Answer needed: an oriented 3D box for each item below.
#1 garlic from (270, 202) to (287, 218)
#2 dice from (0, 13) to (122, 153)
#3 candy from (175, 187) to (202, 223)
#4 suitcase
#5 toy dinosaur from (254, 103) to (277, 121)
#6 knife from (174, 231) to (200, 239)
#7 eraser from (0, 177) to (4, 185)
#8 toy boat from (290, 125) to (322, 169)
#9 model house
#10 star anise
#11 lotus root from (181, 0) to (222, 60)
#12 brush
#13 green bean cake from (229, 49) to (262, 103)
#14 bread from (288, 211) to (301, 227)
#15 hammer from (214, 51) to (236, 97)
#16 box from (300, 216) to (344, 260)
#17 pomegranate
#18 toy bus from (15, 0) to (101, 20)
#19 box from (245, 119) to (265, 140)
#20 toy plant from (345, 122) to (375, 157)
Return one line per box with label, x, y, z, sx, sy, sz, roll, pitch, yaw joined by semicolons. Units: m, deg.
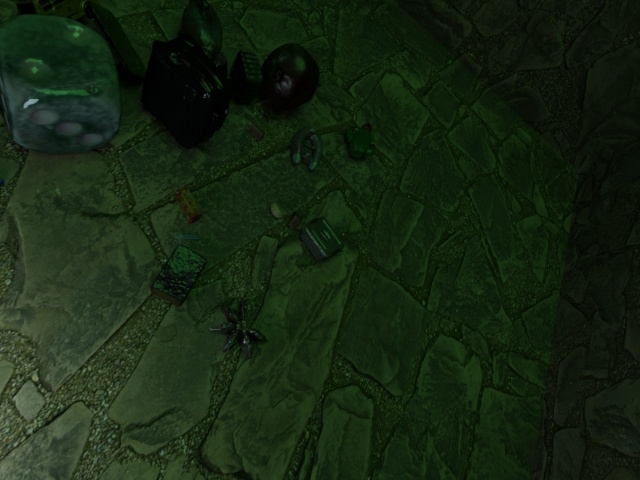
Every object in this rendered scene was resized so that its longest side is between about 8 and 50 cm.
garlic;-0.176;-0.121;1.929;0.083;0.041;0.053;33;40;-23
dice;-0.879;-0.506;1.522;0.348;0.328;0.330;-12;72;-34
candy;-0.495;-0.131;1.729;0.038;0.062;0.122;-25;80;-38
suitcase;-0.509;-0.558;1.760;0.339;0.345;0.188;46;49;-1
toy dinosaur;-0.260;-0.595;2.132;0.120;0.029;0.060;36;38;-4
knife;-0.494;-0.016;1.704;0.096;0.010;0.027;8;63;-28
eraser;-1.052;-0.172;1.441;0.063;0.027;0.084;30;54;-16
toy boat;-0.055;-0.440;2.132;0.155;0.085;0.227;19;58;-21
model house;-0.836;-0.741;1.798;0.294;0.154;0.207;61;7;-11
star anise;-0.289;0.319;1.623;0.172;0.063;0.208;-24;80;-35
lotus root;-0.528;-0.923;2.056;0.175;0.175;0.349;1;70;-30
brush;-0.493;0.118;1.605;0.123;0.059;0.197;31;54;-12
green bean cake;-0.332;-0.727;2.058;0.094;0.173;0.181;-4;66;-31
bread;-0.108;-0.082;1.941;0.043;0.109;0.062;32;98;-8
hammer;-0.400;-0.686;1.868;0.044;0.440;0.168;-28;101;-5
box;0.000;0.000;1.937;0.124;0.093;0.172;-30;83;-37
pomegranate;-0.130;-0.775;2.144;0.291;0.291;0.323;40;41;-7
toy bus;-1.001;-0.861;1.713;0.145;0.151;0.331;12;48;26
box;-0.288;-0.489;2.038;0.083;0.053;0.024;46;51;-5
toy plant;0.199;-0.515;2.321;0.155;0.088;0.240;2;57;-14
